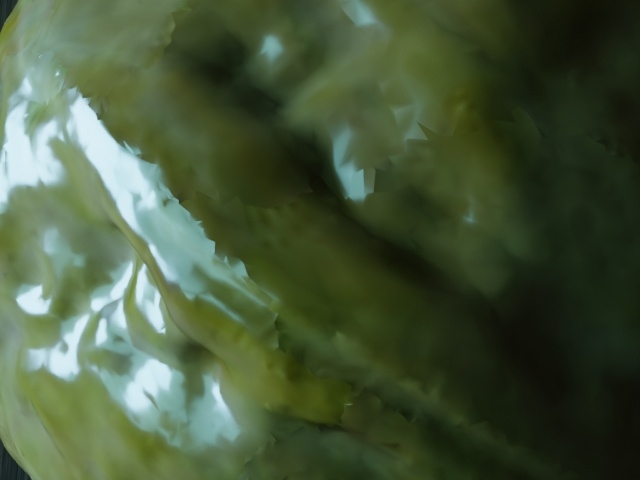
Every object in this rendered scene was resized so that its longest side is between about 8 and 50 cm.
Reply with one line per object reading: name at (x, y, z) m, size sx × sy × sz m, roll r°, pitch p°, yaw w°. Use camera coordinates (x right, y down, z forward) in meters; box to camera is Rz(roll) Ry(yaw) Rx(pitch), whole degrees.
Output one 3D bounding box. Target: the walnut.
walnut at (0.025, 0.002, 0.633) m, size 0.344 × 0.306 × 0.306 m, roll 37°, pitch 124°, yaw 23°
